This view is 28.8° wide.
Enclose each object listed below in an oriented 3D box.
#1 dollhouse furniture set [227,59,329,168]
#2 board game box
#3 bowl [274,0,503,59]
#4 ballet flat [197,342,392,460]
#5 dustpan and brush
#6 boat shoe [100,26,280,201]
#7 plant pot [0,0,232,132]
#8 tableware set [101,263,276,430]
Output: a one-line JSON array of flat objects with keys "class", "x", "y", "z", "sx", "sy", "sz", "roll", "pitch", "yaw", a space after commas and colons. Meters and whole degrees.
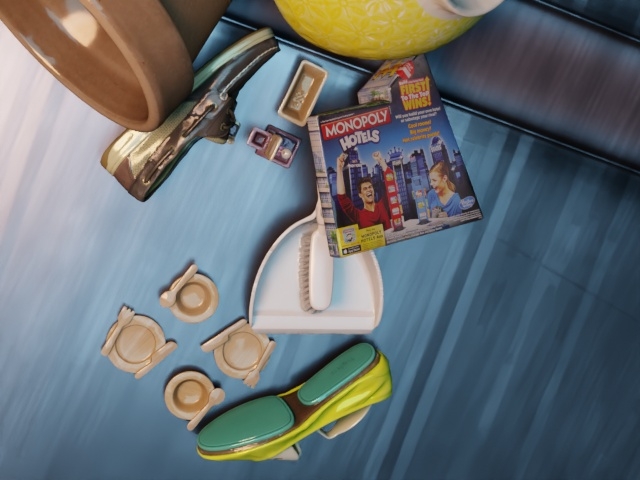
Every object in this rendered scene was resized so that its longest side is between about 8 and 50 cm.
[{"class": "dollhouse furniture set", "x": -0.043, "y": -0.137, "z": 1.290, "sx": 0.091, "sy": 0.081, "sz": 0.114, "roll": 25, "pitch": 96, "yaw": -14}, {"class": "board game box", "x": 0.067, "y": -0.097, "z": 1.304, "sx": 0.194, "sy": 0.060, "sz": 0.194, "roll": -14, "pitch": 98, "yaw": -33}, {"class": "bowl", "x": 0.105, "y": -0.290, "z": 1.185, "sx": 0.289, "sy": 0.156, "sz": 0.290, "roll": -22, "pitch": 129, "yaw": -29}, {"class": "ballet flat", "x": -0.021, "y": 0.198, "z": 1.371, "sx": 0.231, "sy": 0.077, "sz": 0.077, "roll": -28, "pitch": 122, "yaw": -6}, {"class": "dustpan and brush", "x": 0.000, "y": 0.000, "z": 1.336, "sx": 0.147, "sy": 0.060, "sz": 0.211, "roll": 1, "pitch": 94, "yaw": -11}, {"class": "boat shoe", "x": -0.121, "y": -0.127, "z": 1.273, "sx": 0.223, "sy": 0.080, "sz": 0.073, "roll": -39, "pitch": 91, "yaw": 5}, {"class": "plant pot", "x": -0.174, "y": -0.273, "z": 1.172, "sx": 0.263, "sy": 0.263, "sz": 0.229, "roll": 46, "pitch": 73, "yaw": -16}, {"class": "tableware set", "x": -0.142, "y": 0.117, "z": 1.355, "sx": 0.141, "sy": 0.020, "sz": 0.169, "roll": -45, "pitch": 105, "yaw": 0}]
